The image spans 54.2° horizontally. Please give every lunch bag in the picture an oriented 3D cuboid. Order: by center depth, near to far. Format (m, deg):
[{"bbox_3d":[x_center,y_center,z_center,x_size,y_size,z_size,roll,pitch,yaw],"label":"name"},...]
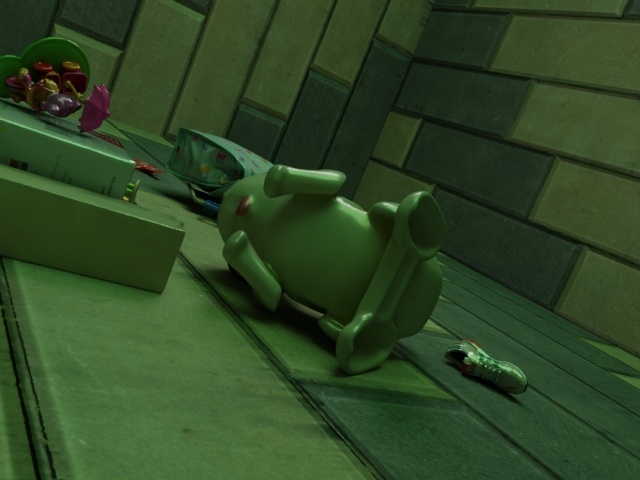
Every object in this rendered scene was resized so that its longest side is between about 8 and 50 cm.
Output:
[{"bbox_3d":[-0.255,-0.193,1.737,0.262,0.160,0.223,23,4,25],"label":"lunch bag"}]

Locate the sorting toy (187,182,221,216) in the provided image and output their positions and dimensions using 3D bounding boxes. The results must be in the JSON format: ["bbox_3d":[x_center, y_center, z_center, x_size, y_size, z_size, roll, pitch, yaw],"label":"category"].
[{"bbox_3d":[-0.279,-0.089,1.728,0.196,0.047,0.347,24,7,-20],"label":"sorting toy"}]

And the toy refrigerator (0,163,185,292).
[{"bbox_3d":[-0.342,-0.017,0.882,0.269,0.102,0.094,17,10,-30],"label":"toy refrigerator"}]

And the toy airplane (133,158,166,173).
[{"bbox_3d":[-0.548,-0.225,1.926,0.151,0.028,0.151,21,7,-3],"label":"toy airplane"}]

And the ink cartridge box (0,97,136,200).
[{"bbox_3d":[-0.516,-0.138,0.980,0.384,0.160,0.279,20,8,-26],"label":"ink cartridge box"}]

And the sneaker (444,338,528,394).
[{"bbox_3d":[0.301,0.241,1.159,0.075,0.057,0.161,-8,28,-41],"label":"sneaker"}]

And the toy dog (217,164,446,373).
[{"bbox_3d":[0.000,0.000,1.093,0.407,0.285,0.395,25,8,29],"label":"toy dog"}]

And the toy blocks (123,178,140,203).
[{"bbox_3d":[-0.441,-0.109,1.238,0.148,0.054,0.123,21,-26,-14],"label":"toy blocks"}]

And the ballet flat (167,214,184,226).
[{"bbox_3d":[-0.322,-0.019,1.177,0.168,0.057,0.052,6,46,-52],"label":"ballet flat"}]

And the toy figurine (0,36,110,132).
[{"bbox_3d":[-0.412,-0.233,0.992,0.173,0.130,0.159,-15,43,-44],"label":"toy figurine"}]

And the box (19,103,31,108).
[{"bbox_3d":[-0.768,-0.299,1.601,0.102,0.087,0.101,28,10,27],"label":"box"}]

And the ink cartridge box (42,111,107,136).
[{"bbox_3d":[-0.683,-0.283,1.730,0.148,0.086,0.203,15,11,-41],"label":"ink cartridge box"}]
